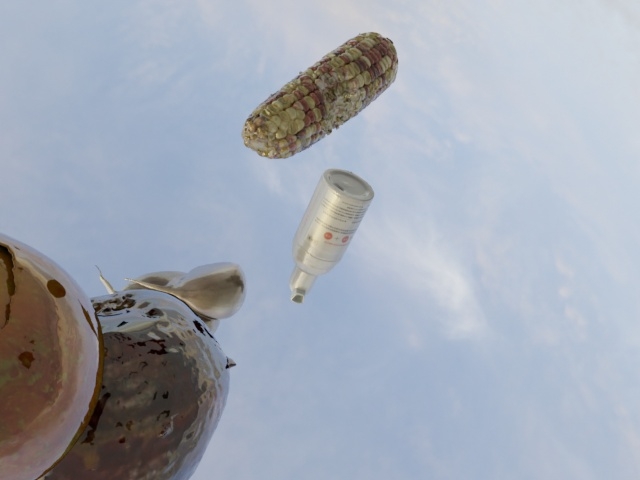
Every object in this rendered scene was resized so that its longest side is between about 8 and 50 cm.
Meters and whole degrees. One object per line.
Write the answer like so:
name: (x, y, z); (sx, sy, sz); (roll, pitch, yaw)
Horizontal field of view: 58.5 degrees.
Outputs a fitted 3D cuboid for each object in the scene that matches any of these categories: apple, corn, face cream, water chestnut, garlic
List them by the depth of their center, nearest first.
apple: (-0.300, 0.092, 0.452); (0.237, 0.207, 0.237); (-9, -126, 12)
water chestnut: (-0.273, 0.224, 0.704); (0.350, 0.350, 0.302); (-13, -73, -33)
corn: (0.006, -0.202, 0.801); (0.098, 0.098, 0.290); (43, -123, 5)
garlic: (-0.334, 0.127, 1.413); (0.340, 0.231, 0.246); (14, -136, -51)
face cream: (0.000, 0.000, 1.506); (0.145, 0.370, 0.145); (20, -149, -13)
